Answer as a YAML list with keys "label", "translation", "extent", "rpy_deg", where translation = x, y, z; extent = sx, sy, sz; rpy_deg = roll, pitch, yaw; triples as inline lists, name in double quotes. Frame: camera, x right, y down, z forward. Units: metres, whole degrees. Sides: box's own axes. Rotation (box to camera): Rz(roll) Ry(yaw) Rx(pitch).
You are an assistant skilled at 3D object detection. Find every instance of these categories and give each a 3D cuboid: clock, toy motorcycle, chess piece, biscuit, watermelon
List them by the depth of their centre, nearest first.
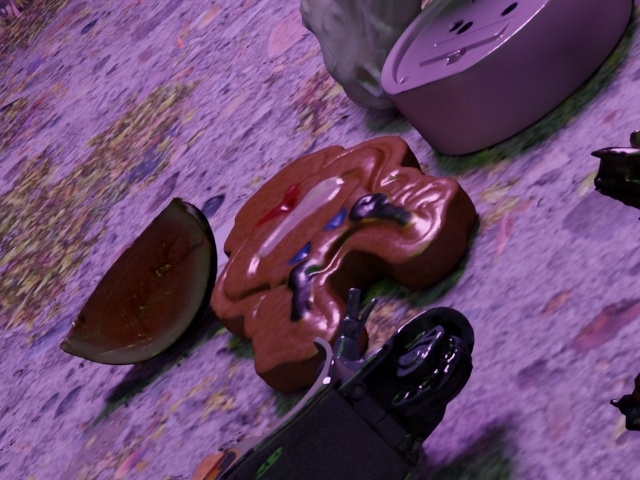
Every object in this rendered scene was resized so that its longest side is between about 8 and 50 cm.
- label: "toy motorcycle"
  translation: [-0.013, 0.135, 1.033]
  extent: [0.263, 0.091, 0.157]
  rpy_deg: [-46, 16, -4]
- label: "biscuit"
  translation: [0.000, 0.000, 1.333]
  extent: [0.202, 0.047, 0.334]
  rpy_deg: [-42, 20, 0]
- label: "clock"
  translation: [0.143, -0.157, 1.356]
  extent: [0.197, 0.068, 0.197]
  rpy_deg: [-36, 22, 17]
- label: "watermelon"
  translation: [-0.127, 0.053, 1.425]
  extent: [0.163, 0.087, 0.069]
  rpy_deg: [-52, 46, 13]
- label: "chess piece"
  translation: [0.035, -0.262, 1.492]
  extent: [0.176, 0.298, 0.176]
  rpy_deg: [-2, 14, 0]

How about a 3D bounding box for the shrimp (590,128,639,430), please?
- label: "shrimp"
  translation: [0.213, 0.012, 0.911]
  extent: [0.222, 0.054, 0.290]
  rpy_deg: [-47, 29, -14]
